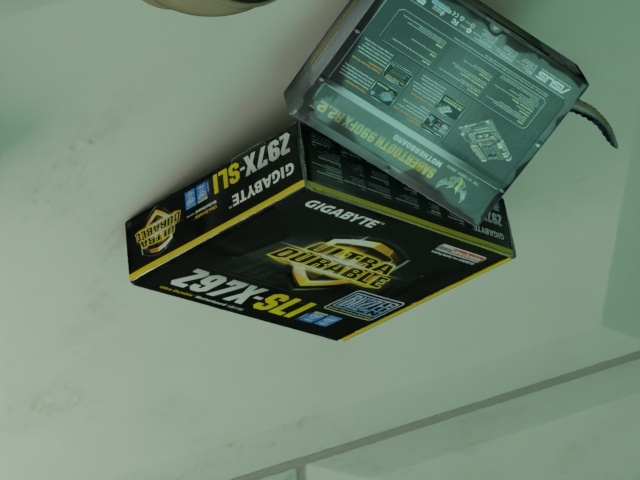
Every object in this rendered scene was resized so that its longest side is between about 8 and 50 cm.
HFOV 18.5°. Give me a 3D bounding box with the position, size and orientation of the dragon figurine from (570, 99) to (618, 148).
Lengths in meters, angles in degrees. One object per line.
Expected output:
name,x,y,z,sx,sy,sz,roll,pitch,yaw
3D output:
dragon figurine,0.159,-0.129,2.001,0.289,0.085,0.144,16,130,-37

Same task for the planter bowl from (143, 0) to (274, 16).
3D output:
planter bowl,-0.107,-0.256,1.644,0.162,0.162,0.109,10,160,-39

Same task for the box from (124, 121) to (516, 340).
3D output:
box,0.000,0.000,2.026,0.257,0.079,0.322,-26,150,36

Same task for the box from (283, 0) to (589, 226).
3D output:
box,0.111,-0.144,1.877,0.231,0.056,0.183,30,110,-20
